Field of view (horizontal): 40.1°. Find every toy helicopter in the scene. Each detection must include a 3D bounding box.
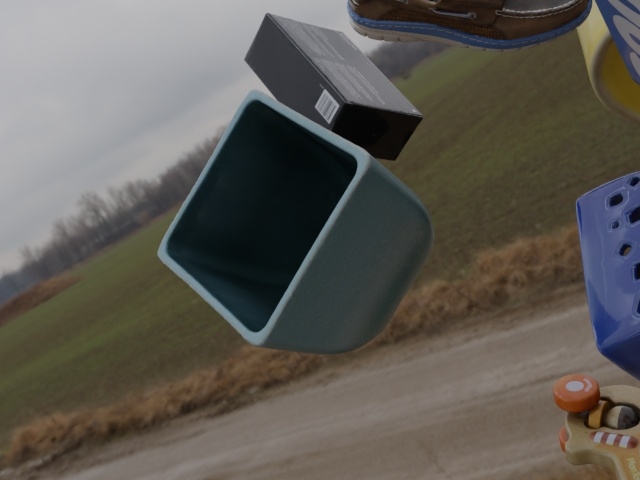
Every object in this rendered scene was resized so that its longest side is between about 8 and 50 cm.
[{"bbox_3d":[0.542,0.365,1.502,0.234,0.140,0.355,-9,25,9],"label":"toy helicopter"}]

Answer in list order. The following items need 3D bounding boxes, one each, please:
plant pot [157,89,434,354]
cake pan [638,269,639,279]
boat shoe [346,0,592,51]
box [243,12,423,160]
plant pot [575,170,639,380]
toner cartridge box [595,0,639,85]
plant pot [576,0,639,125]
[{"bbox_3d":[0.000,0.000,1.114,0.247,0.252,0.248,36,97,44],"label":"plant pot"},{"bbox_3d":[0.610,0.121,1.361,0.054,0.293,0.293,-44,13,-32],"label":"cake pan"},{"bbox_3d":[0.108,-0.183,0.647,0.183,0.066,0.066,-1,-27,10],"label":"boat shoe"},{"bbox_3d":[0.019,-0.256,1.467,0.184,0.261,0.103,0,-48,-41],"label":"box"},{"bbox_3d":[0.455,0.037,0.998,0.212,0.236,0.236,-35,36,39],"label":"plant pot"},{"bbox_3d":[0.173,-0.145,0.385,0.075,0.348,0.165,-43,49,8],"label":"toner cartridge box"},{"bbox_3d":[0.353,-0.249,0.870,0.254,0.254,0.239,-24,39,42],"label":"plant pot"}]
